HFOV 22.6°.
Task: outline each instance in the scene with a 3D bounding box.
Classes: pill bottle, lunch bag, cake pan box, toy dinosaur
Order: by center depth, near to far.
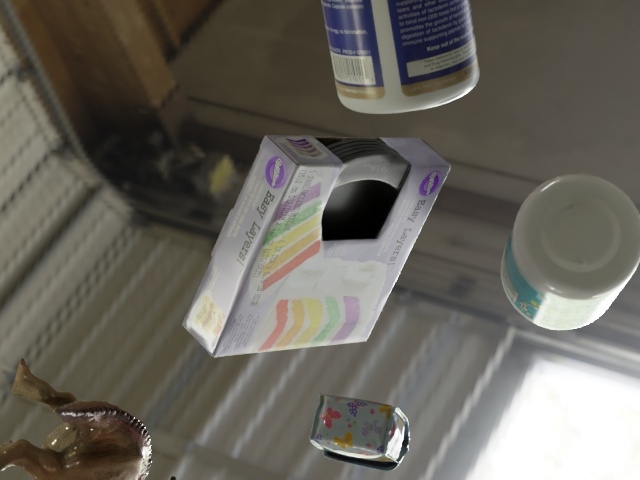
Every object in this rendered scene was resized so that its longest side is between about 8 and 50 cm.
[{"bbox_3d":[0.036,0.164,1.359,0.083,0.071,0.053,51,-130,-71],"label":"lunch bag"},{"bbox_3d":[-0.208,0.222,1.502,0.296,0.200,0.127,110,174,-46],"label":"toy dinosaur"},{"bbox_3d":[0.072,-0.275,1.642,0.153,0.153,0.265,-33,-60,-47],"label":"pill bottle"},{"bbox_3d":[0.000,0.000,1.776,0.245,0.070,0.267,-2,-54,-46],"label":"cake pan box"},{"bbox_3d":[0.290,0.023,1.887,0.264,0.146,0.146,80,-148,-76],"label":"pill bottle"}]
